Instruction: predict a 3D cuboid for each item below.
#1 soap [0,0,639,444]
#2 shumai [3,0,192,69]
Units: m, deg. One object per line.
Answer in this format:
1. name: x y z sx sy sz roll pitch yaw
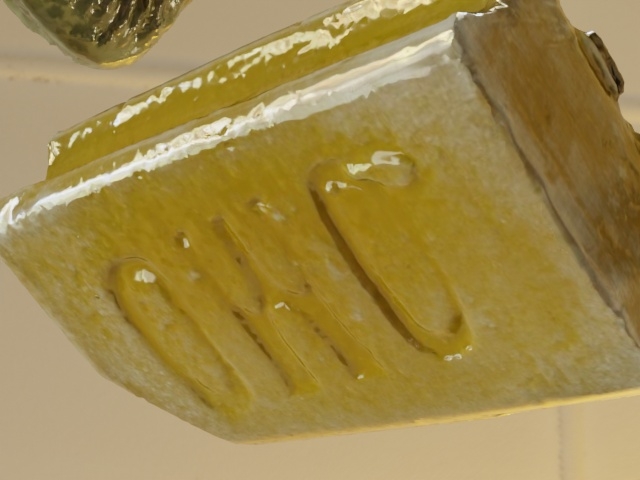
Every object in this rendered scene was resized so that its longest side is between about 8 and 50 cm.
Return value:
1. soap: 0.000 0.000 0.431 0.140 0.232 0.073 56 -135 -20
2. shumai: -0.199 -0.271 0.938 0.225 0.222 0.260 -34 -58 -34
